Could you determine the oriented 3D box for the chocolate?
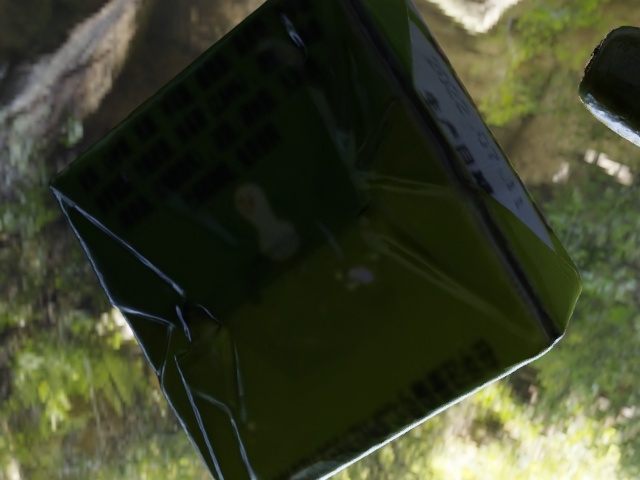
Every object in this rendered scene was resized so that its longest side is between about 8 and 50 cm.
[{"bbox_3d":[0.000,0.000,1.084,0.137,0.301,0.289,-21,-101,-56],"label":"chocolate"}]

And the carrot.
[{"bbox_3d":[0.335,-0.030,1.056,0.358,0.074,0.074,34,-126,2],"label":"carrot"}]
